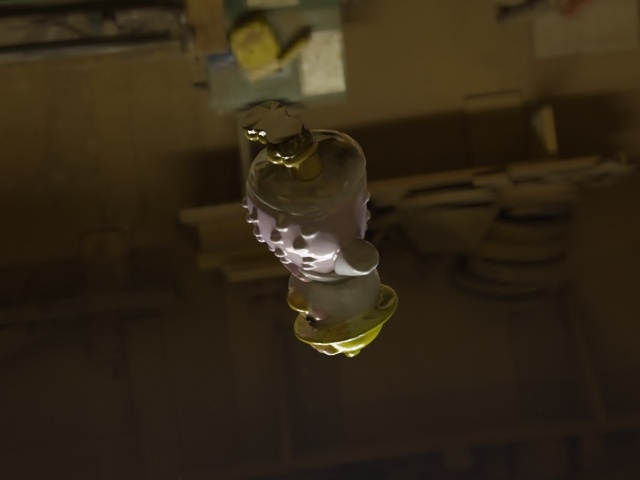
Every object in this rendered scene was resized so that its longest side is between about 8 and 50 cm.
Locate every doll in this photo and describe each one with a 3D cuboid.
[{"bbox_3d":[0.000,0.000,0.900,0.081,0.207,0.129,-31,-138,-17],"label":"doll"}]
